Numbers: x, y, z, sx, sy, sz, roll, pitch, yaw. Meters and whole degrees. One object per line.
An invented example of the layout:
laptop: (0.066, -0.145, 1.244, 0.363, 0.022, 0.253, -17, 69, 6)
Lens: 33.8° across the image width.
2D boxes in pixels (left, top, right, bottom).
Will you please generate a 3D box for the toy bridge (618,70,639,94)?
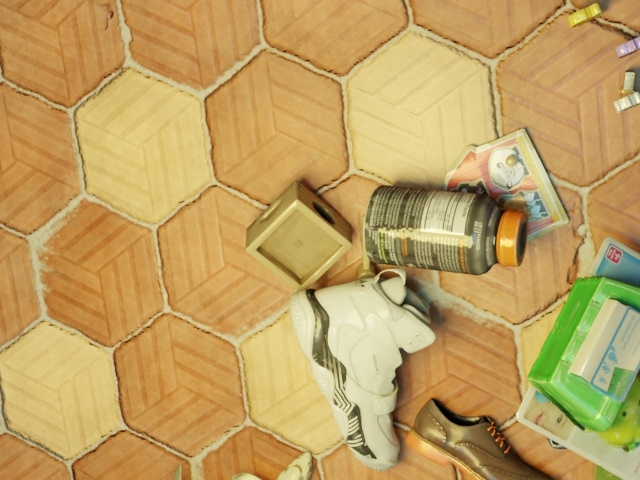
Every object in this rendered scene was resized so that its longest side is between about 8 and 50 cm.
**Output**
toy bridge: (0.554, -0.223, 1.616, 0.188, 0.026, 0.063, 6, 104, 14)

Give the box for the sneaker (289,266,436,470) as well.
sneaker: (0.107, 0.214, 1.754, 0.210, 0.137, 0.365, -22, 111, 9)

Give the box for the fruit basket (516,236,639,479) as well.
fruit basket: (0.521, 0.215, 1.619, 0.353, 0.165, 0.327, 30, 83, 1)

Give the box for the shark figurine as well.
shark figurine: (-0.141, 0.487, 1.911, 0.278, 0.116, 0.166, -9, 66, 8)

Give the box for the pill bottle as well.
pill bottle: (0.202, -0.014, 1.674, 0.246, 0.130, 0.130, 7, 104, 22)

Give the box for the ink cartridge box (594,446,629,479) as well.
ink cartridge box: (0.476, 0.422, 1.680, 0.062, 0.209, 0.109, -8, 100, 18)

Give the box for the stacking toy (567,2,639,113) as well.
stacking toy: (0.507, -0.309, 1.577, 0.221, 0.052, 0.167, -24, 87, 13)

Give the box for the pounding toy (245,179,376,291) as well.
pounding toy: (0.011, -0.003, 1.770, 0.206, 0.094, 0.181, 39, 109, -20)

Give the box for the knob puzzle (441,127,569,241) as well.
knob puzzle: (0.279, -0.066, 1.717, 0.213, 0.030, 0.213, 3, 103, 13)

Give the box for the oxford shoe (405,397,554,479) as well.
oxford shoe: (0.284, 0.357, 1.777, 0.271, 0.097, 0.098, 24, 100, 7)

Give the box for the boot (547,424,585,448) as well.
boot: (0.463, 0.295, 1.720, 0.190, 0.086, 0.069, -23, 96, 18)
